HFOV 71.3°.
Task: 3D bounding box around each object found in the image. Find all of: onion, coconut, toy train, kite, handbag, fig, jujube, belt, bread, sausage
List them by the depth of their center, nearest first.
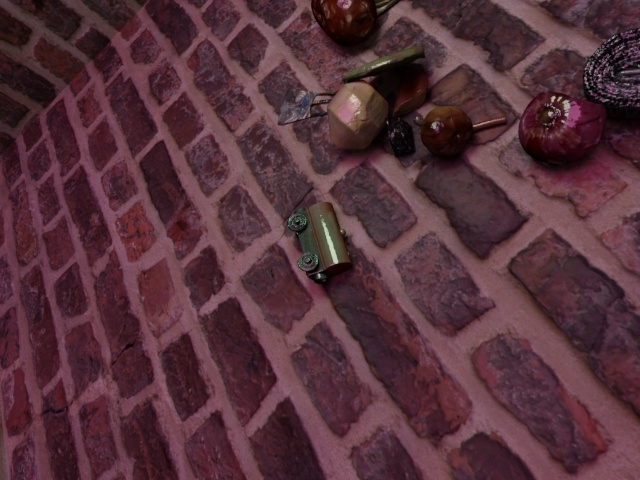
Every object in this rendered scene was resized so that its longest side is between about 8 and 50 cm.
[{"bbox_3d":[0.841,-0.423,1.143,0.294,0.160,0.207,1,90,30],"label":"belt"},{"bbox_3d":[0.636,-0.294,1.201,0.207,0.200,0.201,33,88,22],"label":"onion"},{"bbox_3d":[0.511,-0.358,1.379,0.116,0.026,0.026,-12,65,25],"label":"sausage"},{"bbox_3d":[0.370,-0.366,1.394,0.160,0.143,0.231,-11,53,-10],"label":"fig"},{"bbox_3d":[0.244,-0.355,1.456,0.072,0.139,0.115,-16,64,31],"label":"handbag"},{"bbox_3d":[0.000,0.000,1.470,0.177,0.116,0.286,-20,60,7],"label":"toy train"},{"bbox_3d":[0.210,-0.590,1.507,0.301,0.301,0.045,-13,104,24],"label":"bread"},{"bbox_3d":[0.114,-0.416,1.510,0.197,0.237,0.237,42,93,-1],"label":"coconut"},{"bbox_3d":[0.315,-0.510,1.522,0.119,0.067,0.193,6,72,39],"label":"bread"},{"bbox_3d":[0.084,-0.878,1.713,0.223,0.223,0.318,-44,47,6],"label":"jujube"},{"bbox_3d":[-0.042,-0.527,1.758,0.309,0.015,0.170,11,76,34],"label":"kite"}]

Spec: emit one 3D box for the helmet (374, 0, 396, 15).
[{"bbox_3d":[0.218,-1.009,1.736,0.257,0.137,0.204,-41,57,8],"label":"helmet"}]
